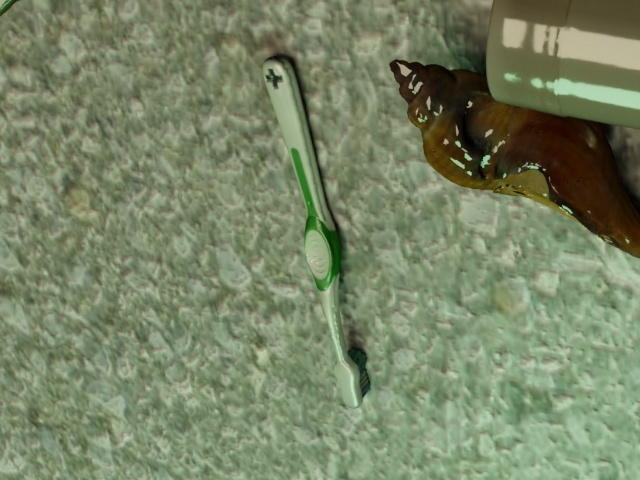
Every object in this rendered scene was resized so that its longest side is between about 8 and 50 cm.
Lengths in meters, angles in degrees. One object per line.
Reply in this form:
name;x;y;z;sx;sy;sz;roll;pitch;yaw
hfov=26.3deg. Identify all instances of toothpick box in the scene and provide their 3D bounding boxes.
toothpick box;0.195;-0.117;0.788;0.181;0.111;0.111;14;128;20

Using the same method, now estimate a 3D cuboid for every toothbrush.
toothbrush;-0.001;0.001;1.040;0.030;0.030;0.304;3;123;29

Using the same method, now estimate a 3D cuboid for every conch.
conch;0.145;-0.056;0.886;0.233;0.086;0.080;23;91;-1

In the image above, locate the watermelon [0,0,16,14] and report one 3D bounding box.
watermelon;-0.213;-0.247;0.919;0.260;0.176;0.256;-38;60;43
